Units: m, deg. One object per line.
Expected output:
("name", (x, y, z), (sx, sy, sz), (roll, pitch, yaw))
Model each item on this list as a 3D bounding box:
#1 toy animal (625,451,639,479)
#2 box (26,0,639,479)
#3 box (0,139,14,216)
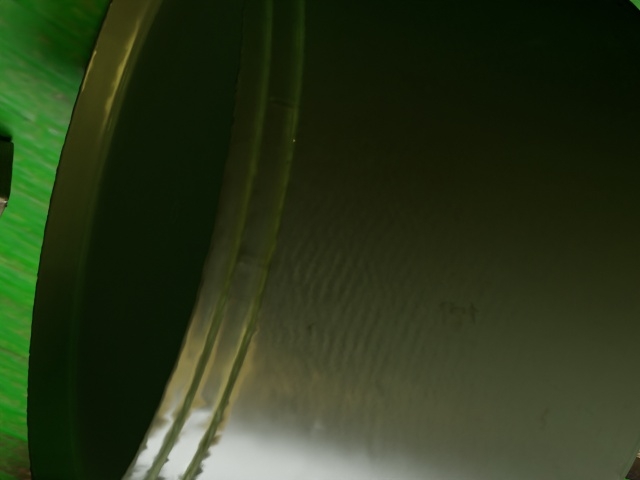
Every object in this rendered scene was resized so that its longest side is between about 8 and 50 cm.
("toy animal", (0.143, 0.101, 0.776), (0.202, 0.070, 0.105), (-4, 118, 12))
("box", (0.000, 0.000, 0.486), (0.149, 0.226, 0.226), (13, 141, -22))
("box", (-0.183, -0.015, 0.605), (0.079, 0.035, 0.083), (12, 140, -22))
